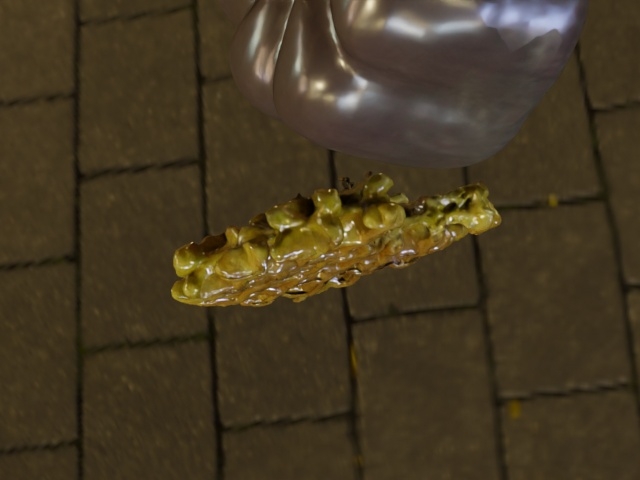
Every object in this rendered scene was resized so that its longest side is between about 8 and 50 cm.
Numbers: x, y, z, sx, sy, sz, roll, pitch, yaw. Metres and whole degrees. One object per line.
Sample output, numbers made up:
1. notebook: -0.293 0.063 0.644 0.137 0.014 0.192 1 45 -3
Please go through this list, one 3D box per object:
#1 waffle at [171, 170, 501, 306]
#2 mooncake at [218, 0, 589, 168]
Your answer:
1. waffle: 0.000 0.000 1.460 0.260 0.293 0.069 -20 80 22
2. mooncake: 0.043 -0.195 1.038 0.154 0.306 0.306 7 55 -27
